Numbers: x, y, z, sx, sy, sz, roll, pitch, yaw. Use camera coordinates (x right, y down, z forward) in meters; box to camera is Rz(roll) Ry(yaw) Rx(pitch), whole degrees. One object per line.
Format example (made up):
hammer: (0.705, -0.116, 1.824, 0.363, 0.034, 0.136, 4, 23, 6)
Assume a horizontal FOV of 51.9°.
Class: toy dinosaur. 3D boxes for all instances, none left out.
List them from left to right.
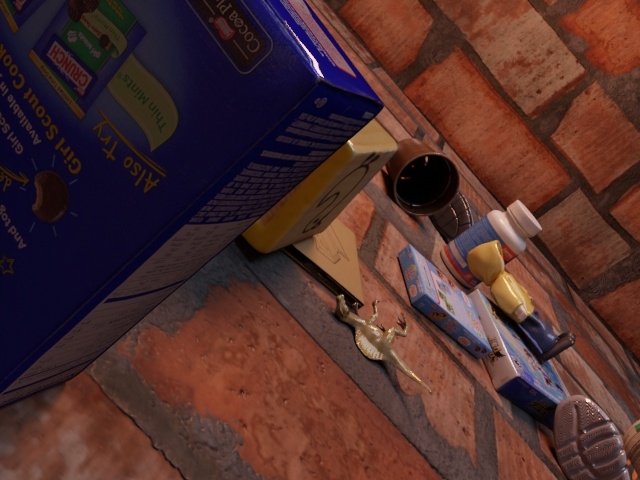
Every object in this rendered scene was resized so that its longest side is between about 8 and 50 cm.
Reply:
toy dinosaur: (0.087, 0.145, 0.945, 0.183, 0.053, 0.092, 43, 36, 3)

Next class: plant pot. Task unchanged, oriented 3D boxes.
plant pot: (0.242, -0.171, 1.647, 0.167, 0.167, 0.165, 39, 16, -27)

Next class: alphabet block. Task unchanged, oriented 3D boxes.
alphabet block: (-0.042, -0.123, 0.888, 0.193, 0.192, 0.197, 45, 23, 10)

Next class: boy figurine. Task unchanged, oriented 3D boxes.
boy figurine: (0.436, 0.126, 1.450, 0.285, 0.092, 0.177, 55, 22, 14)

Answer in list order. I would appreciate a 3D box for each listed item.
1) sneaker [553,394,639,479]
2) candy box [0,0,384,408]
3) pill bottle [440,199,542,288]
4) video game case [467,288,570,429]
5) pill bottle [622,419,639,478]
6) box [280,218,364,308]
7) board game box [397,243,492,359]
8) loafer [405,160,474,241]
sneaker: (0.562, 0.459, 1.284, 0.180, 0.124, 0.321, 21, 45, -59)
candy box: (-0.167, -0.086, 0.418, 0.268, 0.317, 0.122, 55, 20, 11)
pill bottle: (0.410, 0.006, 1.576, 0.124, 0.221, 0.124, 41, 22, -21)
video game case: (0.427, 0.260, 1.403, 0.269, 0.061, 0.244, 36, 23, -32)
pill bottle: (0.811, 0.565, 1.458, 0.204, 0.204, 0.361, 47, 21, -7)
box: (0.000, 0.000, 1.033, 0.164, 0.021, 0.201, 40, 23, -24)
board game box: (0.245, 0.120, 1.300, 0.211, 0.039, 0.160, 39, 23, -26)
loafer: (0.340, -0.104, 1.800, 0.095, 0.109, 0.302, 29, 26, -52)
